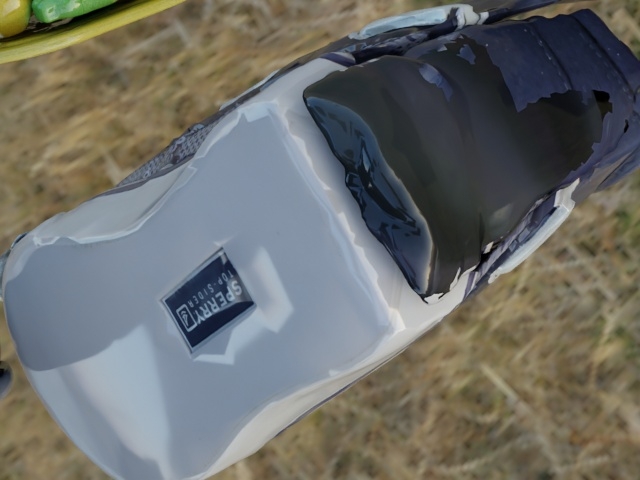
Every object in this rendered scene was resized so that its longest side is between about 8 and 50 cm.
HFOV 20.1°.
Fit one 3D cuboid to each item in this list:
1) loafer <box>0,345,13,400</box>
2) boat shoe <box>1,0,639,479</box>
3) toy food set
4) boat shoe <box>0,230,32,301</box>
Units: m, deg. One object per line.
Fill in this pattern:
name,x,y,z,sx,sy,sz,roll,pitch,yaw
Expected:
loafer,-0.244,0.058,0.707,0.109,0.302,0.095,-4,100,39
boat shoe,0.000,0.000,0.700,0.127,0.158,0.340,62,149,-2
toy food set,-0.145,-0.178,1.155,0.128,0.218,0.071,11,121,54
boat shoe,-0.226,0.019,1.498,0.070,0.219,0.078,19,93,-2
